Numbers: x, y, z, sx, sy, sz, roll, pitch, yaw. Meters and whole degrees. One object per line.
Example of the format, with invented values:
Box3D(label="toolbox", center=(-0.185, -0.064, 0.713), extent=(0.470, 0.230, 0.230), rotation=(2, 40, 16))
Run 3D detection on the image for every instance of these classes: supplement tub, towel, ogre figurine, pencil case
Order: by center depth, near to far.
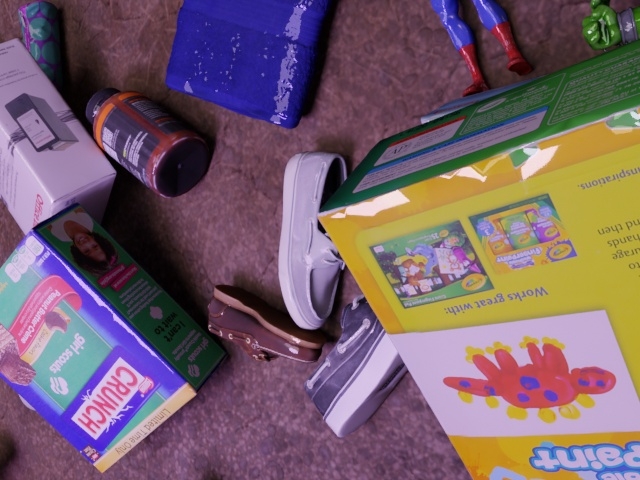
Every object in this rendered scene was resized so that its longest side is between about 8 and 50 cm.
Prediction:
Box3D(label="ogre figurine", center=(0.321, -0.257, 0.704), extent=(0.118, 0.097, 0.197), rotation=(18, 60, 29))
Box3D(label="towel", center=(-0.078, -0.319, 1.025), extent=(0.227, 0.076, 0.308), rotation=(23, 107, 26))
Box3D(label="supplement tub", center=(-0.261, -0.152, 1.148), extent=(0.198, 0.106, 0.106), rotation=(37, 114, 29))
Box3D(label="pencil case", center=(-0.473, -0.321, 1.316), extent=(0.064, 0.070, 0.152), rotation=(-4, 92, 37))

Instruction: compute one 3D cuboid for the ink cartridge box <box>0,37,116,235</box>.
Box3D(label="ink cartridge box", center=(-0.451, -0.139, 1.219), extent=(0.273, 0.114, 0.198), rotation=(53, 147, 8))

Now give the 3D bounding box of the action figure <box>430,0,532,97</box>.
Box3D(label="action figure", center=(0.120, -0.298, 0.837), extent=(0.091, 0.139, 0.281), rotation=(-29, 74, 34))

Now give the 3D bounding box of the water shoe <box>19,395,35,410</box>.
Box3D(label="water shoe", center=(-0.482, 0.203, 1.363), extent=(0.080, 0.073, 0.203), rotation=(5, 97, 34))

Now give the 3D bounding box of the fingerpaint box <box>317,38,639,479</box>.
Box3D(label="fingerpaint box", center=(0.284, 0.035, 0.631), extent=(0.444, 0.163, 0.371), rotation=(-18, 111, 37))

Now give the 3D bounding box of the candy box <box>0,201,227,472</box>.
Box3D(label="candy box", center=(-0.340, 0.151, 1.152), extent=(0.317, 0.122, 0.268), rotation=(45, 121, -5))

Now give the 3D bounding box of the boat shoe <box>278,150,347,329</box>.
Box3D(label="boat shoe", center=(0.001, -0.001, 0.979), extent=(0.081, 0.079, 0.228), rotation=(-1, 90, 41))

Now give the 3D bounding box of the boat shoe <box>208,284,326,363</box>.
Box3D(label="boat shoe", center=(-0.077, 0.125, 1.052), extent=(0.207, 0.073, 0.073), rotation=(23, 100, 43))

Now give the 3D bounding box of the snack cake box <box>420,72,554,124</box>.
Box3D(label="snack cake box", center=(0.247, -0.088, 0.757), extent=(0.264, 0.089, 0.152), rotation=(-9, 106, 37))

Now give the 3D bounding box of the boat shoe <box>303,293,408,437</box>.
Box3D(label="boat shoe", center=(0.072, 0.103, 0.925), extent=(0.102, 0.108, 0.301), rotation=(47, 126, 23))
